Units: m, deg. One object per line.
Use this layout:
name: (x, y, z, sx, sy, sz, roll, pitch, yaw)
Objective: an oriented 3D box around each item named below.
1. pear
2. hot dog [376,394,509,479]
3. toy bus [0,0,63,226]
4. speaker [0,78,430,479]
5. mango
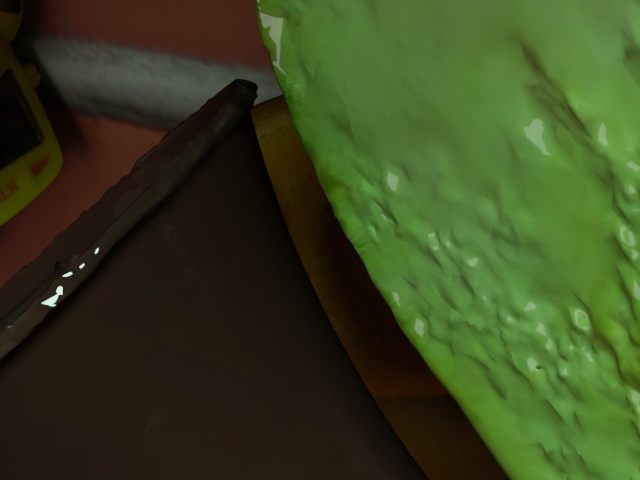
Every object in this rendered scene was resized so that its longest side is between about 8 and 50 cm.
pear: (0.113, -0.074, 0.465, 0.282, 0.176, 0.286, 47, 145, 13)
hot dog: (0.070, 0.140, 0.804, 0.326, 0.107, 0.194, 25, 140, 39)
toy bus: (-0.247, -0.046, 1.007, 0.152, 0.144, 0.330, 54, 151, -2)
speaker: (-0.021, 0.144, 0.600, 0.259, 0.198, 0.329, -28, 107, 40)
mango: (0.000, 0.000, 0.724, 0.252, 0.154, 0.126, -9, 107, 42)
